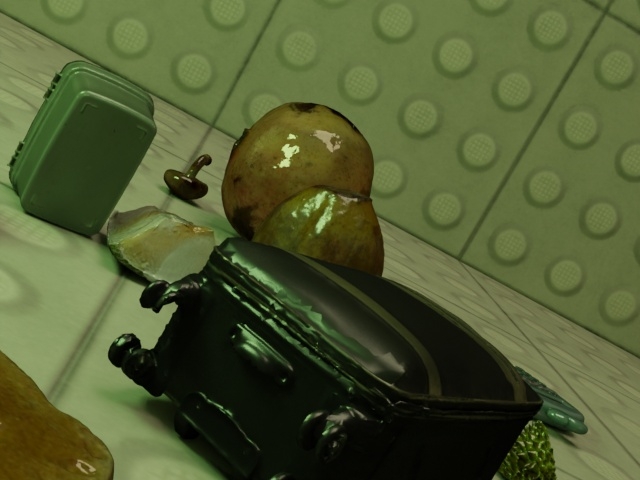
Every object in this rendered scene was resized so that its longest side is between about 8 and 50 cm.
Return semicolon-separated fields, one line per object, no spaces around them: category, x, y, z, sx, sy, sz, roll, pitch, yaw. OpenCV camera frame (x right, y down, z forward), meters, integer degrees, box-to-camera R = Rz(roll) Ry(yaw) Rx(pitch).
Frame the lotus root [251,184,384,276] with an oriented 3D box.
lotus root;0.001;0.000;1.417;0.188;0.179;0.199;4;20;-45

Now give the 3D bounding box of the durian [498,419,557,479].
durian;0.291;0.299;1.280;0.100;0.086;0.215;44;7;3

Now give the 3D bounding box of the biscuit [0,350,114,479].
biscuit;-0.301;0.095;0.589;0.344;0.057;0.287;33;9;18

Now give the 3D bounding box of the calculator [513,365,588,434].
calculator;0.383;0.282;1.769;0.186;0.041;0.299;25;8;-25

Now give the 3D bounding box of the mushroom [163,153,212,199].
mushroom;-0.252;-0.121;1.894;0.088;0.072;0.129;18;38;24

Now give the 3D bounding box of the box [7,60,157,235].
box;-0.320;-0.124;1.295;0.148;0.210;0.129;24;18;-30

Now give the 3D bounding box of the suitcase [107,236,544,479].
suitcase;0.031;0.139;0.968;0.283;0.194;0.434;35;9;33

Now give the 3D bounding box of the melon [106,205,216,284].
melon;-0.228;0.001;1.266;0.203;0.093;0.139;29;15;27

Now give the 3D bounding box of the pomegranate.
pomegranate;-0.040;-0.111;1.797;0.322;0.322;0.322;29;9;-5
